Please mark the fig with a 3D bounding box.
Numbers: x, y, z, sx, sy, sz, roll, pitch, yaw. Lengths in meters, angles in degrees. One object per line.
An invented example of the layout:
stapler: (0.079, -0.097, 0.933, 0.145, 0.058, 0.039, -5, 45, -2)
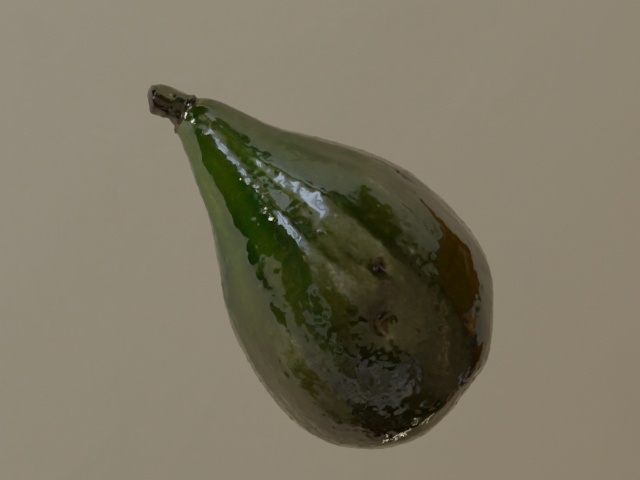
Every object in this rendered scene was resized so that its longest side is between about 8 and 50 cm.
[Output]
fig: (0.000, 0.000, 0.546, 0.117, 0.117, 0.177, -38, -73, -14)
